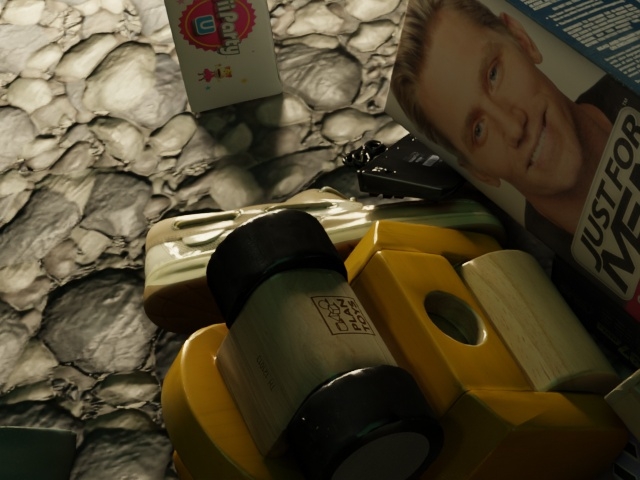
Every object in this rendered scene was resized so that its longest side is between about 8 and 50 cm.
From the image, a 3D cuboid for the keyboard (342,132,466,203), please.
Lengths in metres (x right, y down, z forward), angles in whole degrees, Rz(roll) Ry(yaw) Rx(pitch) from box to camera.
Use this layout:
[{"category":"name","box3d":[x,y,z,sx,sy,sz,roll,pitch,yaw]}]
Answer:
[{"category":"keyboard","box3d":[0.076,-0.062,1.221,0.108,0.023,0.180,13,17,14]}]

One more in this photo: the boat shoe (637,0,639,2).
[{"category":"boat shoe","box3d":[0.285,-0.187,1.219,0.367,0.136,0.156,-8,40,49]}]

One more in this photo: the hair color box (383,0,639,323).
[{"category":"hair color box","box3d":[0.208,-0.086,1.099,0.105,0.174,0.347,-23,51,-33]}]

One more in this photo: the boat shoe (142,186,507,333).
[{"category":"boat shoe","box3d":[0.000,0.000,1.197,0.302,0.109,0.098,-11,53,6]}]

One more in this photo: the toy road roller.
[{"category":"toy road roller","box3d":[0.035,0.130,1.067,0.329,0.240,0.202,4,43,-38]}]

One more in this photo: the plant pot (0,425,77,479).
[{"category":"plant pot","box3d":[-0.312,0.232,0.978,0.293,0.293,0.196,-3,80,5]}]

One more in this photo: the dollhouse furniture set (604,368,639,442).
[{"category":"dollhouse furniture set","box3d":[0.259,0.161,0.930,0.182,0.101,0.161,52,36,10]}]

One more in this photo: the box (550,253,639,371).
[{"category":"box","box3d":[0.326,0.049,1.142,0.183,0.059,0.232,-33,55,-21]}]

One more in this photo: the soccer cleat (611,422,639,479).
[{"category":"soccer cleat","box3d":[0.247,0.205,1.014,0.083,0.095,0.248,3,54,9]}]

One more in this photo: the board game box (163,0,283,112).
[{"category":"board game box","box3d":[-0.117,-0.311,1.369,0.097,0.224,0.303,-13,52,-4]}]
